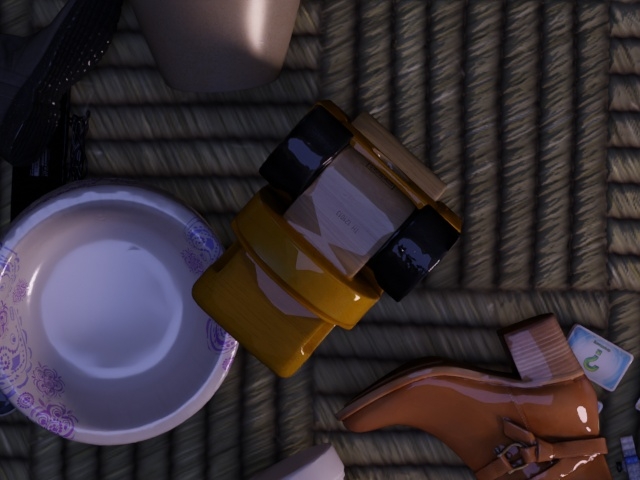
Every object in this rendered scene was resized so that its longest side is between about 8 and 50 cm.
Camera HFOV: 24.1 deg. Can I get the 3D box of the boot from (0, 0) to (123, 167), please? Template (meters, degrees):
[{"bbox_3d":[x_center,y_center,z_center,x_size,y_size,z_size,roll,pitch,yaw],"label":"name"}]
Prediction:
[{"bbox_3d":[-0.342,-0.217,1.688,0.161,0.083,0.247,32,91,24],"label":"boot"}]

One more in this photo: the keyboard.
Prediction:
[{"bbox_3d":[-0.307,-0.090,1.735,0.100,0.038,0.192,6,94,25],"label":"keyboard"}]

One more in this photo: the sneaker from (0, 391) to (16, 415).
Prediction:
[{"bbox_3d":[-0.435,0.123,1.678,0.226,0.163,0.086,42,92,-1],"label":"sneaker"}]

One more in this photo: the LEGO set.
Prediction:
[{"bbox_3d":[0.350,0.234,1.706,0.244,0.060,0.182,31,97,0],"label":"LEGO set"}]

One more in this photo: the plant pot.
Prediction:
[{"bbox_3d":[-0.115,-0.307,1.627,0.256,0.256,0.274,-3,109,2],"label":"plant pot"}]

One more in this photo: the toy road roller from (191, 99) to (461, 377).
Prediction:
[{"bbox_3d":[0.000,0.000,1.582,0.202,0.329,0.240,43,102,0],"label":"toy road roller"}]

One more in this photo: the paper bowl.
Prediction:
[{"bbox_3d":[-0.232,0.072,1.660,0.284,0.148,0.284,-1,98,-7],"label":"paper bowl"}]

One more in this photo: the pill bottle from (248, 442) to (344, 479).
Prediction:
[{"bbox_3d":[0.019,0.378,1.670,0.162,0.162,0.278,-27,92,3],"label":"pill bottle"}]

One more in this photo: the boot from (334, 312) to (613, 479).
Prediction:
[{"bbox_3d":[0.177,0.227,1.686,0.283,0.109,0.220,-20,91,1],"label":"boot"}]
